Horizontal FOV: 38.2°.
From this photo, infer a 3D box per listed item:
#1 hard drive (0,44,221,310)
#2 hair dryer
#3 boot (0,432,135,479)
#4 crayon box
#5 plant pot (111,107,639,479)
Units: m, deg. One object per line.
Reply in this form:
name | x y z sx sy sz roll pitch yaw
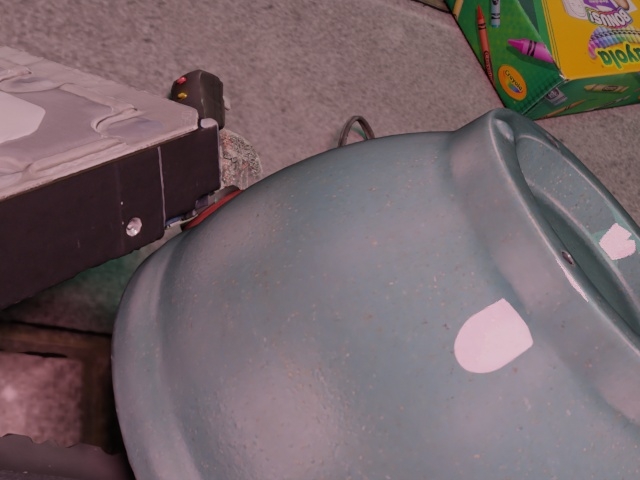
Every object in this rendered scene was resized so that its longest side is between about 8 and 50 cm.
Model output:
hard drive | -0.247 -0.021 0.449 0.237 0.064 0.339 23 34 35
hair dryer | 0.000 0.000 0.691 0.224 0.080 0.293 12 57 -30
boot | -0.181 0.262 0.286 0.367 0.146 0.445 19 34 -9
crayon box | 0.287 -0.233 1.035 0.278 0.081 0.165 -14 71 -40
plant pot | 0.072 0.059 0.470 0.293 0.196 0.293 36 29 -25
